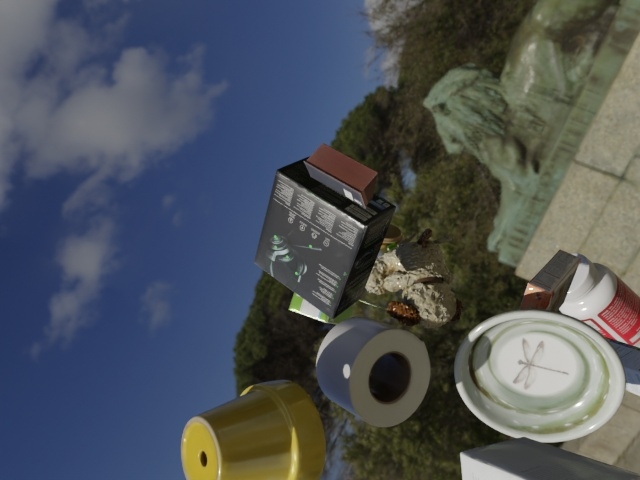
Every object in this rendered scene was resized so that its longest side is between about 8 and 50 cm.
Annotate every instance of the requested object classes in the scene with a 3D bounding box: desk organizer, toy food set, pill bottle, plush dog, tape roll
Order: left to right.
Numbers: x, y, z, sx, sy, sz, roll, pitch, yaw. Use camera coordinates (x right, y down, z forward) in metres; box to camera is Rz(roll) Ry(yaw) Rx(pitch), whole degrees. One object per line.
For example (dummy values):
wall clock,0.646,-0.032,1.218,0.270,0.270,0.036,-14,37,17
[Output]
desk organizer,0.039,-0.113,1.034,0.050,0.130,0.047,-49,-31,-14
tape roll,0.132,0.327,1.531,0.169,0.246,0.246,8,71,60
toy food set,0.196,-0.014,1.896,0.132,0.192,0.039,-34,-42,-49
plush dog,0.265,0.115,1.531,0.211,0.262,0.225,122,140,-51
pill bottle,1.011,0.226,2.191,0.229,0.407,0.229,-42,26,26

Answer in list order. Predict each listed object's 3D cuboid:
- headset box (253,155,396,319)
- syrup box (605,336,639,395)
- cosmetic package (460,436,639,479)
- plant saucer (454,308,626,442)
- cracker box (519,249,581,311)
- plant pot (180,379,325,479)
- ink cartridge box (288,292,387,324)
headset box,0.000,0.000,1.353,0.131,0.246,0.283,-30,-35,-48
syrup box,0.889,0.366,1.744,0.096,0.093,0.237,-27,11,-13
cosmetic package,0.322,0.420,0.839,0.224,0.138,0.224,172,94,-65
plant saucer,0.546,0.326,1.525,0.100,0.400,0.401,-54,-15,-57
cracker box,0.607,0.142,1.613,0.232,0.067,0.156,-30,-43,-43
plant pot,-0.157,0.443,1.299,0.239,0.254,0.254,1,-62,-41
ink cartridge box,0.065,0.203,1.765,0.189,0.255,0.097,27,-99,-65
